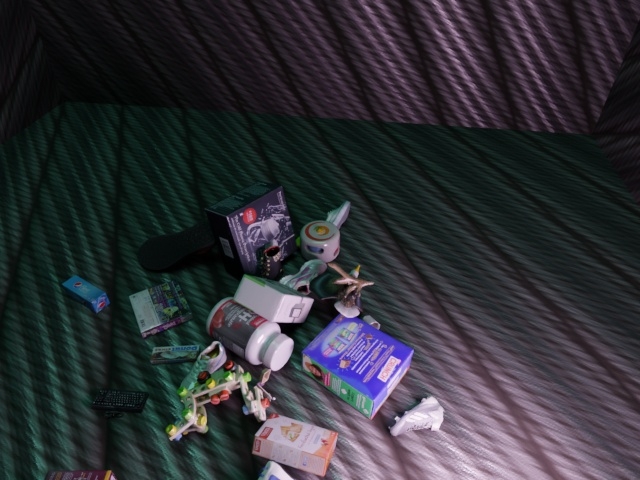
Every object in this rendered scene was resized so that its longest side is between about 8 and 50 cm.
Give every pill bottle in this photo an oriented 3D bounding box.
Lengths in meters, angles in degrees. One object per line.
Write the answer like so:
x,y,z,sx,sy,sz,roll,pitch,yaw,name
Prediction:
-0.263,0.356,1.701,0.318,0.177,0.176,25,46,27,pill bottle

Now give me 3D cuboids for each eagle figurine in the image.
0.099,0.195,1.810,0.225,0.298,0.227,-24,80,-23,eagle figurine

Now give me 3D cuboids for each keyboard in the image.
-0.706,0.569,1.572,0.179,0.023,0.108,2,40,4,keyboard

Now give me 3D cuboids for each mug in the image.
0.190,0.337,1.814,0.078,0.062,0.064,-10,32,-21,mug

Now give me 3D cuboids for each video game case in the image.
-0.675,0.281,1.899,0.210,0.042,0.232,-21,44,-23,video game case

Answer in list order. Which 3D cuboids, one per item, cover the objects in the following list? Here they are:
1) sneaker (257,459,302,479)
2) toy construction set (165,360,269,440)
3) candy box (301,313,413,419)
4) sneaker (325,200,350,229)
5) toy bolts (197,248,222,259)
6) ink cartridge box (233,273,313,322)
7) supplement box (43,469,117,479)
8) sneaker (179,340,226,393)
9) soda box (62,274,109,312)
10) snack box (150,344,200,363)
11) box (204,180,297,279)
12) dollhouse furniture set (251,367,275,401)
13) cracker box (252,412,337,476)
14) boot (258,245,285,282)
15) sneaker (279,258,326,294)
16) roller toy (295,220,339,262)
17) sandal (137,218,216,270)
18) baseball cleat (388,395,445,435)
-0.178,0.746,1.293,0.314,0.128,0.182,-1,36,-12,sneaker
-0.337,0.529,1.491,0.327,0.151,0.215,-11,35,-1,toy construction set
0.133,0.439,1.643,0.317,0.122,0.268,26,45,30,candy box
0.079,-0.129,2.341,0.091,0.094,0.258,20,44,16,sneaker
-0.511,-0.022,2.168,0.218,0.159,0.228,-30,48,-30,toy bolts
-0.178,0.234,1.772,0.198,0.272,0.115,23,89,25,ink cartridge box
-0.701,0.733,1.313,0.187,0.104,0.081,0,39,0,supplement box
-0.433,0.467,1.637,0.087,0.092,0.229,18,45,18,sneaker
-1.013,0.230,1.943,0.209,0.067,0.071,22,44,24,soda box
-0.556,0.437,1.728,0.178,0.022,0.064,-3,39,-2,snack box
-0.302,-0.047,2.034,0.178,0.344,0.312,18,42,42,box
-0.194,0.514,1.561,0.081,0.115,0.091,37,40,25,dollhouse furniture set
-0.076,0.630,1.403,0.232,0.067,0.155,11,7,13,cracker box
-0.247,0.144,1.952,0.085,0.179,0.236,25,45,27,boot
-0.061,0.180,1.982,0.252,0.103,0.111,-33,54,-25,sneaker
0.000,0.000,2.148,0.209,0.147,0.191,-19,44,-21,roller toy
-0.645,0.033,2.112,0.444,0.107,0.168,-18,72,9,sandal
0.329,0.601,1.489,0.205,0.072,0.109,-29,54,-25,baseball cleat
